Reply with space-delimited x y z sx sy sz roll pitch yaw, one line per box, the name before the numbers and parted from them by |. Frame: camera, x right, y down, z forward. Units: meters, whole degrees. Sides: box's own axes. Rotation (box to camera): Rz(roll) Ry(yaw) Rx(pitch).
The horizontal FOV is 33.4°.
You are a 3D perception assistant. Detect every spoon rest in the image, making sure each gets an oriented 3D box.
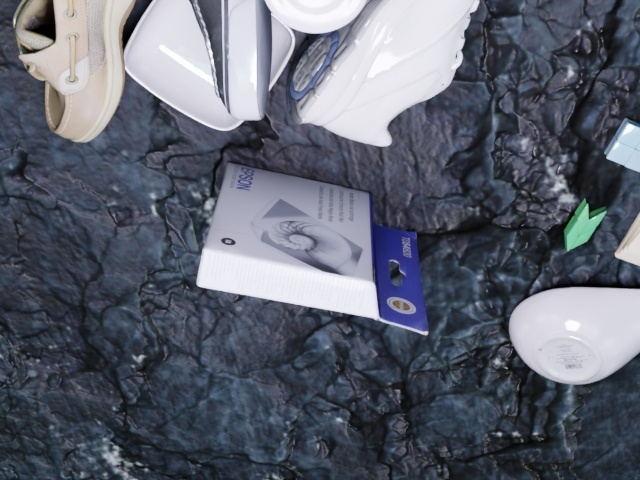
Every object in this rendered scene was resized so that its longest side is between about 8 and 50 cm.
spoon rest | 0.345 0.102 1.189 0.276 0.084 0.137 -6 125 32

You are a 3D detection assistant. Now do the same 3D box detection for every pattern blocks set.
pattern blocks set | 0.434 -0.004 1.161 0.324 0.026 0.286 12 121 -4

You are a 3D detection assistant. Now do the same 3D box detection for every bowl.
bowl | -0.108 -0.195 1.056 0.142 0.053 0.142 32 116 -15

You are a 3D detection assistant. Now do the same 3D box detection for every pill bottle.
pill bottle | -0.001 -0.256 0.946 0.094 0.169 0.094 1 122 2

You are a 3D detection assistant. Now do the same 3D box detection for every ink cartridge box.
ink cartridge box | 0.000 0.000 1.069 0.223 0.223 0.045 12 115 -5

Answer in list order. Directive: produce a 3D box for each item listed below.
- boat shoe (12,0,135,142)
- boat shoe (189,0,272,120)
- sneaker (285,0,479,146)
boat shoe | -0.236 -0.197 0.981 0.098 0.109 0.302 -12 154 -27
boat shoe | -0.104 -0.255 0.936 0.104 0.113 0.307 -6 97 4
sneaker | 0.091 -0.214 1.023 0.129 0.111 0.297 24 124 -29
